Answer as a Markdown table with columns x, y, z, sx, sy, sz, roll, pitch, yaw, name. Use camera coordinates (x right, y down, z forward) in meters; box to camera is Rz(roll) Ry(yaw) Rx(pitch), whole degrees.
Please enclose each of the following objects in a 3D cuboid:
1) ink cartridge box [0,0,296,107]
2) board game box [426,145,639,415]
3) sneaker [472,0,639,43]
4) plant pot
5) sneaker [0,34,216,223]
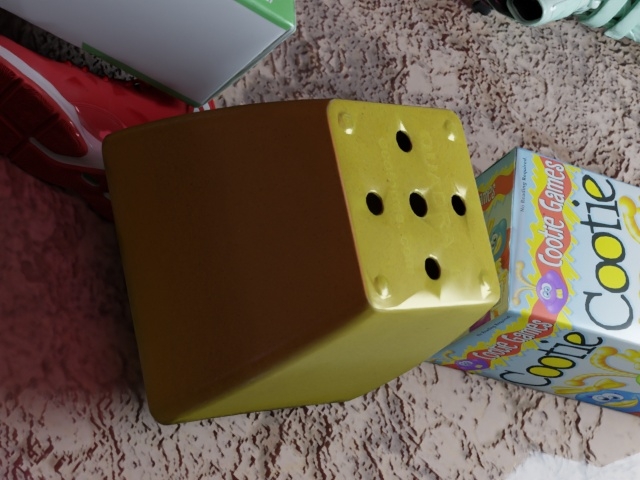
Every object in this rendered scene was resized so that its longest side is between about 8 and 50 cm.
| x | y | z | sx | sy | sz | roll | pitch | yaw | name |
| --- | --- | --- | --- | --- | --- | --- | --- | --- | --- |
| -0.136 | -0.276 | 1.079 | 0.211 | 0.121 | 0.289 | 26 | 44 | -32 | ink cartridge box |
| 0.239 | 0.048 | 1.177 | 0.275 | 0.144 | 0.142 | 16 | 64 | -19 | board game box |
| 0.252 | -0.213 | 1.320 | 0.256 | 0.094 | 0.151 | 34 | 52 | 2 | sneaker |
| 0.000 | 0.000 | 1.007 | 0.212 | 0.187 | 0.212 | -1 | 75 | -46 | plant pot |
| -0.169 | -0.103 | 1.086 | 0.221 | 0.087 | 0.128 | 43 | 48 | -19 | sneaker |
